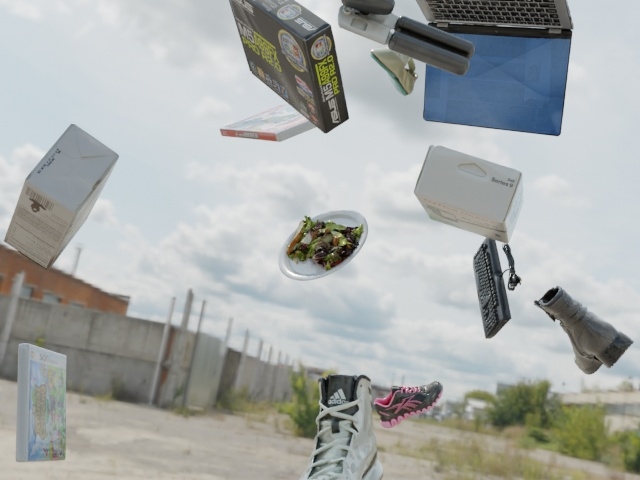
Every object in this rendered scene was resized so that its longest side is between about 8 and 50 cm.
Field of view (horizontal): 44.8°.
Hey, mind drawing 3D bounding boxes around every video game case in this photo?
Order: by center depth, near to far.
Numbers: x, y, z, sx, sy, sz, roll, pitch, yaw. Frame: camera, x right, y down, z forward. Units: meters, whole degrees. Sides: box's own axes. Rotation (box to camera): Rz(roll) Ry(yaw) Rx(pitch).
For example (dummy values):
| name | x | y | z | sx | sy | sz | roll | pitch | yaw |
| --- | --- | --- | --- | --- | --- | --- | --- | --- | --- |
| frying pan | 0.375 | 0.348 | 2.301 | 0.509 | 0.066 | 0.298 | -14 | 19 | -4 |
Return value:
| name | x | y | z | sx | sy | sz | roll | pitch | yaw |
| --- | --- | --- | --- | --- | --- | --- | --- | --- | --- |
| video game case | -0.534 | 0.316 | 1.497 | 0.023 | 0.213 | 0.193 | -5 | -15 | 2 |
| video game case | -0.098 | -0.295 | 1.929 | 0.204 | 0.025 | 0.285 | -27 | 23 | -29 |

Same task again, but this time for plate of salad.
| name | x | y | z | sx | sy | sz | roll | pitch | yaw |
| --- | --- | --- | --- | --- | --- | --- | --- | --- | --- |
| plate of salad | 0.000 | 0.000 | 1.553 | 0.199 | 0.200 | 0.048 | 1 | -45 | 37 |

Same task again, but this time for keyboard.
| name | x | y | z | sx | sy | sz | roll | pitch | yaw |
| --- | --- | --- | --- | --- | --- | --- | --- | --- | --- |
| keyboard | 0.498 | 0.110 | 2.215 | 0.033 | 0.317 | 0.202 | 16 | -47 | -16 |

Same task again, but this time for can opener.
| name | x | y | z | sx | sy | sz | roll | pitch | yaw |
| --- | --- | --- | --- | --- | --- | --- | --- | --- | --- |
| can opener | 0.168 | -0.411 | 1.510 | 0.283 | 0.076 | 0.095 | 21 | -18 | 0 |

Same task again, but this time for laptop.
| name | x | y | z | sx | sy | sz | roll | pitch | yaw |
| --- | --- | --- | --- | --- | --- | --- | --- | --- | --- |
| laptop | 0.399 | -0.465 | 1.913 | 0.381 | 0.237 | 0.408 | 11 | -11 | 28 |

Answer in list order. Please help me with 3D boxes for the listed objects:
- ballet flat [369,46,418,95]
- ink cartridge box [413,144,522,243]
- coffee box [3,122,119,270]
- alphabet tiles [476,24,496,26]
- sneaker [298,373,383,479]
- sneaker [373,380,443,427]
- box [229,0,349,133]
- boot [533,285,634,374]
| name | x | y | z | sx | sy | sz | roll | pitch | yaw |
| --- | --- | --- | --- | --- | --- | --- | --- | --- | --- |
| ballet flat | 0.197 | -0.453 | 1.997 | 0.086 | 0.086 | 0.248 | 5 | -8 | 22 |
| ink cartridge box | 0.341 | -0.100 | 1.763 | 0.211 | 0.122 | 0.289 | 19 | -4 | 18 |
| coffee box | -0.449 | -0.069 | 1.336 | 0.098 | 0.141 | 0.246 | 35 | -35 | -11 |
| alphabet tiles | 0.451 | -0.718 | 2.088 | 0.277 | 0.284 | 0.021 | 22 | 9 | 20 |
| sneaker | 0.008 | 0.401 | 1.504 | 0.169 | 0.258 | 0.447 | -6 | 4 | 15 |
| sneaker | 0.139 | 0.252 | 1.246 | 0.119 | 0.057 | 0.047 | -30 | 11 | 8 |
| box | -0.063 | -0.350 | 1.435 | 0.270 | 0.060 | 0.216 | 44 | -19 | 35 |
| boot | 0.621 | 0.206 | 1.890 | 0.222 | 0.118 | 0.338 | 41 | -8 | 15 |
